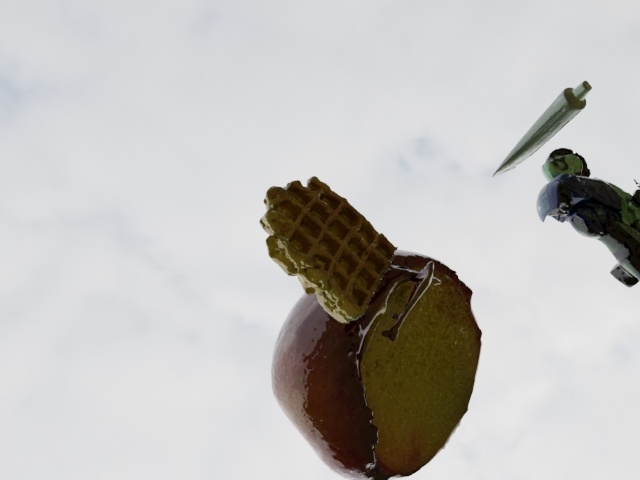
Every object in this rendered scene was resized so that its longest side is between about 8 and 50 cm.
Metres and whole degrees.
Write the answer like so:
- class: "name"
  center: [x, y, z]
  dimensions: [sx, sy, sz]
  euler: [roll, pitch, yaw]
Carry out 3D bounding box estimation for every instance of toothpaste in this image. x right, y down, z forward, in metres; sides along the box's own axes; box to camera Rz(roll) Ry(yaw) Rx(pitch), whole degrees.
- class: "toothpaste"
  center: [0.342, -0.167, 0.971]
  dimensions: [0.064, 0.218, 0.041]
  euler: [-24, -108, -31]

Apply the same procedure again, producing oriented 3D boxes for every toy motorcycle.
- class: "toy motorcycle"
  center: [0.573, -0.050, 1.284]
  dimensions: [0.196, 0.125, 0.331]
  euler: [-35, -106, -29]

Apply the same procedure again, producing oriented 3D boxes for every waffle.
- class: "waffle"
  center: [0.000, 0.000, 0.905]
  dimensions: [0.211, 0.055, 0.160]
  euler: [41, -135, -10]

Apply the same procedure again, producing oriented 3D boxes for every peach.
- class: "peach"
  center: [0.082, 0.207, 1.101]
  dimensions: [0.335, 0.310, 0.405]
  euler: [42, -118, -33]
